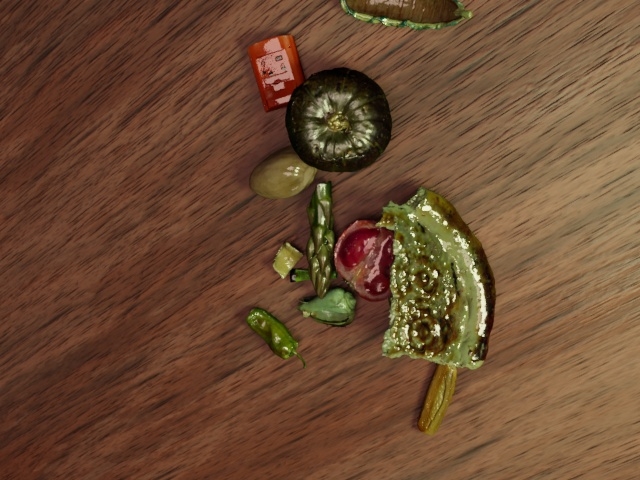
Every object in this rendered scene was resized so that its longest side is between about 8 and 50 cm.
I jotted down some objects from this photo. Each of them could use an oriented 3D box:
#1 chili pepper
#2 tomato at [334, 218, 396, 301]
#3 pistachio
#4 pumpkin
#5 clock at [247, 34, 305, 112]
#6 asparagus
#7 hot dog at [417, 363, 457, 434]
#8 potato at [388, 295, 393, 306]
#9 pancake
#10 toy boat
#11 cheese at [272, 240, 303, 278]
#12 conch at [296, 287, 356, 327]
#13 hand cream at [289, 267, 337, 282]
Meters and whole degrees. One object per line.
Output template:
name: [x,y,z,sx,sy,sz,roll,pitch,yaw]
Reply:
chili pepper: [-0.108,0.258,1.555,0.204,0.073,0.072,43,128,10]
tomato: [0.130,0.043,1.418,0.189,0.099,0.173,46,111,19]
pistachio: [-0.092,-0.157,1.417,0.186,0.108,0.126,-22,72,24]
pumpkin: [0.041,-0.262,1.309,0.238,0.159,0.237,0,95,-4]
clock: [-0.099,-0.383,1.378,0.113,0.061,0.155,-13,100,16]
asparagus: [0.000,0.000,1.453,0.080,0.080,0.287,-1,96,13]
hot dog: [0.300,0.397,1.513,0.066,0.047,0.215,29,114,43]
potato: [0.239,0.156,1.428,0.160,0.111,0.271,-10,104,13]
pancake: [0.266,0.090,1.340,0.305,0.067,0.426,-3,91,-26]
toy boat: [0.180,-0.499,1.264,0.293,0.099,0.108,19,110,15]
cheese: [-0.088,0.049,1.506,0.060,0.041,0.084,35,95,-6]
conch: [0.021,0.176,1.505,0.170,0.079,0.105,-15,96,32]
hand cream: [-0.019,0.086,1.509,0.122,0.023,0.036,-3,85,14]
